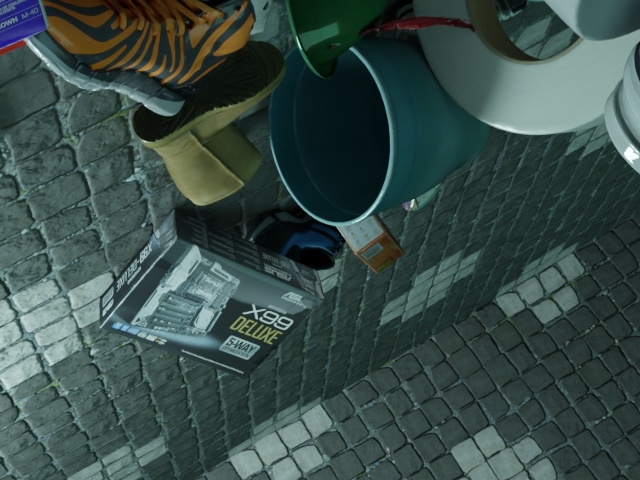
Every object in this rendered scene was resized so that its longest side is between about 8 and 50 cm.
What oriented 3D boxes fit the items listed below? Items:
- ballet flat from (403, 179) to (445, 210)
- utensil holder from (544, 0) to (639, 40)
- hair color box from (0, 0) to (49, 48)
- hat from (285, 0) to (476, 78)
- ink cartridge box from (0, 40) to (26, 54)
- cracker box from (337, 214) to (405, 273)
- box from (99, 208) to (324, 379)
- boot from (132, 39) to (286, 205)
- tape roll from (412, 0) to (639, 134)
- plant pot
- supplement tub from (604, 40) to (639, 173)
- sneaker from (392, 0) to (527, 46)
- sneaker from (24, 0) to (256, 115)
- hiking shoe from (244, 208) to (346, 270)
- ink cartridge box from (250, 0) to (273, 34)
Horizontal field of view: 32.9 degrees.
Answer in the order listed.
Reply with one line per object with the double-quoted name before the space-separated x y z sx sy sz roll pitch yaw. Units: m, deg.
"ballet flat" 0.231 -0.156 2.167 0.221 0.077 0.079 -44 140 11
"utensil holder" 0.263 -0.444 1.110 0.327 0.385 0.327 -30 160 -12
"hair color box" -0.316 -0.305 0.812 0.110 0.185 0.339 -27 158 -16
"hat" 0.074 -0.305 1.349 0.183 0.173 0.208 -9 -162 19
"ink cartridge box" -0.271 -0.262 1.181 0.179 0.045 0.145 -28 158 -24
"cracker box" 0.040 -0.066 1.821 0.067 0.232 0.156 -35 160 5
"box" -0.186 0.100 1.868 0.307 0.076 0.242 25 124 -32
"boot" -0.132 -0.164 1.564 0.236 0.089 0.269 -25 160 4
"tape roll" 0.293 -0.332 1.403 0.072 0.392 0.392 -10 149 -48
"plant pot" 0.105 -0.177 1.598 0.255 0.272 0.272 -14 151 -37
"supplement tub" 0.437 -0.189 1.118 0.191 0.191 0.272 -20 156 -34
"sneaker" 0.205 -0.340 1.706 0.228 0.086 0.132 -15 158 -21
"sneaker" -0.187 -0.247 1.146 0.180 0.125 0.321 -40 164 15
"hiking shoe" 0.000 0.000 2.049 0.304 0.132 0.113 -18 155 -37
"ink cartridge box" -0.104 -0.318 1.287 0.104 0.060 0.180 -23 157 -28
